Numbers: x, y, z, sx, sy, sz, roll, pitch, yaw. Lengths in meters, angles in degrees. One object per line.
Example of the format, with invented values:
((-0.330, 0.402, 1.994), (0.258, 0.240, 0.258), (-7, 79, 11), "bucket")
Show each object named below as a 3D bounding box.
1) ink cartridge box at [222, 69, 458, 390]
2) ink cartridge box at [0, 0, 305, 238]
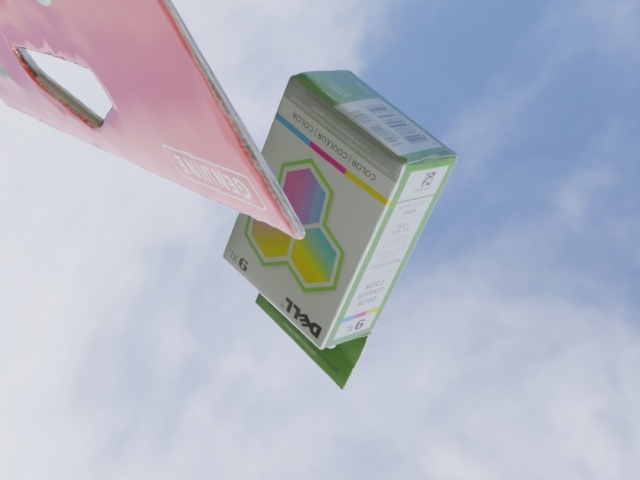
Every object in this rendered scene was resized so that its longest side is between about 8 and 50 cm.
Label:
((0.000, 0.000, 0.857), (0.109, 0.062, 0.209), (41, -56, 28), "ink cartridge box")
((-0.154, -0.117, 0.421), (0.066, 0.261, 0.296), (-38, -150, -18), "ink cartridge box")
